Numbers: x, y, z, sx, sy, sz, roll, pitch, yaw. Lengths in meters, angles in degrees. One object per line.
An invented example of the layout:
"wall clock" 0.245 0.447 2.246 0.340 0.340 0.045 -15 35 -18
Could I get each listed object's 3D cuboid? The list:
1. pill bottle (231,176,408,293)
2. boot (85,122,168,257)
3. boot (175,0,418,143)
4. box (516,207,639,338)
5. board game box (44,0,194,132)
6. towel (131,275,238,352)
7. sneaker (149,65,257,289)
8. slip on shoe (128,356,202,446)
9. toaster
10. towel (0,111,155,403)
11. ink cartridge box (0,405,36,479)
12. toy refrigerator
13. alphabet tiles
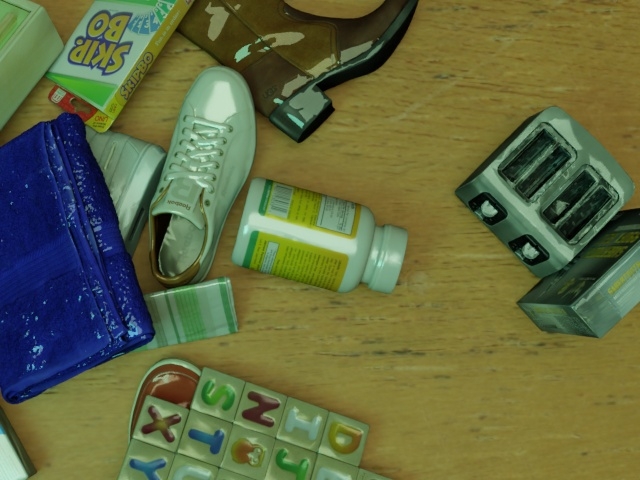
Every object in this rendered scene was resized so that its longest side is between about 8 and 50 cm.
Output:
"pill bottle" 0.000 0.000 1.617 0.208 0.117 0.118 15 84 -4
"boot" -0.297 -0.019 1.616 0.123 0.095 0.258 22 80 8
"boot" -0.043 -0.308 1.671 0.280 0.096 0.264 44 91 7
"box" 0.356 0.038 1.590 0.183 0.231 0.056 -42 93 -6
"board game box" -0.248 -0.269 1.622 0.124 0.039 0.259 31 89 33
"towel" -0.183 0.092 1.605 0.152 0.113 0.023 -10 51 -5
"sneaker" -0.147 -0.077 1.586 0.106 0.123 0.290 12 92 5
"slip on shoe" -0.188 0.311 1.584 0.123 0.101 0.331 6 84 -3
"toaster" 0.298 -0.067 1.653 0.185 0.110 0.168 -44 91 -7
"towel" -0.342 0.021 1.541 0.227 0.076 0.308 -26 74 20
"ink cartridge box" -0.487 0.290 1.569 0.231 0.078 0.134 -29 88 -7
"toy refrigerator" -0.442 -0.182 1.560 0.102 0.094 0.269 25 69 20
"alphabet tiles" -0.078 0.323 1.558 0.342 0.011 0.285 21 67 -9
